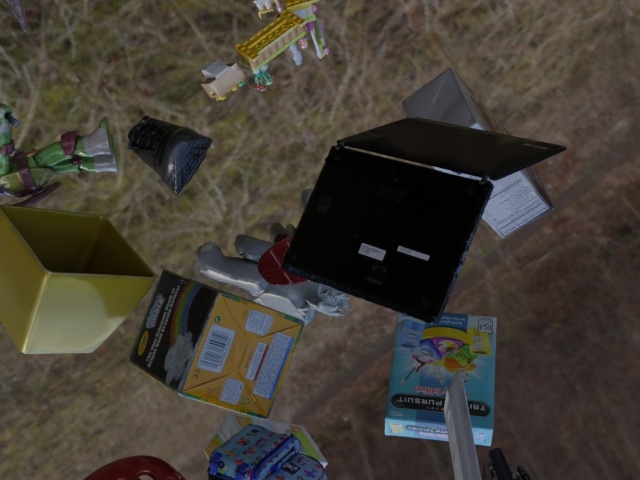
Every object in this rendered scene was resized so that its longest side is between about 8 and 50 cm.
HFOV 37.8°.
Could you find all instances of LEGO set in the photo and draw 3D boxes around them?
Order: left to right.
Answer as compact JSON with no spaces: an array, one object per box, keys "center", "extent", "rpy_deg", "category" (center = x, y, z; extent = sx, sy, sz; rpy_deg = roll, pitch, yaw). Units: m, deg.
[{"center":[-0.056,-0.278,1.304],"extent":[0.107,0.132,0.286],"rpy_deg":[67,32,-48],"category":"LEGO set"}]

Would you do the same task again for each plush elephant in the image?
[{"center":[-0.053,0.038,1.929],"extent":[0.330,0.271,0.255],"rpy_deg":[1,-133,29],"category":"plush elephant"}]

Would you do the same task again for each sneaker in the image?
[{"center":[-0.259,-0.149,1.544],"extent":[0.109,0.130,0.286],"rpy_deg":[-57,-170,-6],"category":"sneaker"},{"center":[0.000,0.000,1.628],"extent":[0.221,0.087,0.128],"rpy_deg":[-24,-169,21],"category":"sneaker"}]

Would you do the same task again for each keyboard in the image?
[{"center":[0.322,0.458,1.399],"extent":[0.033,0.317,0.201],"rpy_deg":[-16,148,-8],"category":"keyboard"}]

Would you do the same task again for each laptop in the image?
[{"center":[0.121,-0.039,1.117],"extent":[0.137,0.234,0.264],"rpy_deg":[30,81,-50],"category":"laptop"}]

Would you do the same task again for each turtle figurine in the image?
[{"center":[-0.515,-0.188,1.696],"extent":[0.267,0.274,0.197],"rpy_deg":[-9,131,-7],"category":"turtle figurine"}]

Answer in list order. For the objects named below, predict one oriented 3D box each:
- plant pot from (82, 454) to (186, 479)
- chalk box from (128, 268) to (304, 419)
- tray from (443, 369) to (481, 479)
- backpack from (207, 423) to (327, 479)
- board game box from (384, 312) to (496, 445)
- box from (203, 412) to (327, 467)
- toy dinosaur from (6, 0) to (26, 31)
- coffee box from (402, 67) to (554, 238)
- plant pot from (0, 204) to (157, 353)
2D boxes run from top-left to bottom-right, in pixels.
[{"center":[-0.213,0.388,1.139],"extent":[0.191,0.174,0.191],"rpy_deg":[-19,125,-29],"category":"plant pot"},{"center":[-0.196,0.168,1.603],"extent":[0.289,0.179,0.180],"rpy_deg":[15,-98,58],"category":"chalk box"},{"center":[0.264,0.393,1.747],"extent":[0.030,0.270,0.145],"rpy_deg":[-5,143,-1],"category":"tray"},{"center":[-0.068,0.369,1.419],"extent":[0.158,0.173,0.116],"rpy_deg":[-24,120,-52],"category":"backpack"},{"center":[0.302,0.330,2.310],"extent":[0.079,0.254,0.336],"rpy_deg":[86,11,-47],"category":"board game box"},{"center":[-0.107,0.423,1.825],"extent":[0.203,0.114,0.103],"rpy_deg":[21,110,-40],"category":"box"},{"center":[-0.564,-0.551,1.752],"extent":[0.295,0.127,0.200],"rpy_deg":[-61,163,17],"category":"toy dinosaur"},{"center":[0.295,-0.157,1.735],"extent":[0.119,0.168,0.297],"rpy_deg":[-34,134,20],"category":"coffee box"},{"center":[-0.446,0.080,1.604],"extent":[0.212,0.212,0.187],"rpy_deg":[6,117,-45],"category":"plant pot"}]
